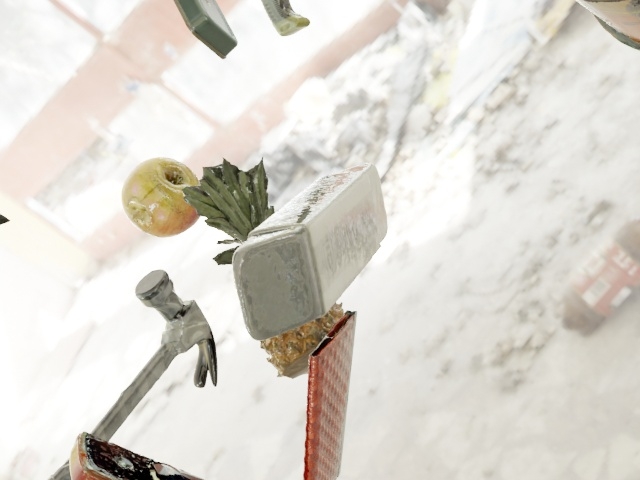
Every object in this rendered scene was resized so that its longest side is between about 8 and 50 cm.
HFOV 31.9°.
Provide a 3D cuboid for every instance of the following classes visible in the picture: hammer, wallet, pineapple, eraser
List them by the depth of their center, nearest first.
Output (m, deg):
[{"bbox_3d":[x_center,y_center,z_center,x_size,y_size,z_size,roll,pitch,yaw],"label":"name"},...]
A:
[{"bbox_3d":[0.000,0.000,1.058,0.061,0.089,0.352,-6,14,16],"label":"eraser"},{"bbox_3d":[0.007,0.176,1.112,0.103,0.020,0.196,-49,-32,-60],"label":"wallet"},{"bbox_3d":[-0.259,0.225,1.201,0.044,0.152,0.427,3,44,46],"label":"hammer"},{"bbox_3d":[-0.066,0.032,1.364,0.130,0.119,0.277,-47,60,41],"label":"pineapple"},{"bbox_3d":[-0.089,-0.452,1.889,0.041,0.226,0.159,-18,-5,-44],"label":"hammer"}]

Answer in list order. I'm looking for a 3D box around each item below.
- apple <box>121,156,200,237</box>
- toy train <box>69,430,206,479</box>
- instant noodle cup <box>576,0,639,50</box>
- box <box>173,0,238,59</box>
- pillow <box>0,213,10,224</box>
[{"bbox_3d":[-0.273,-0.071,1.942,0.146,0.146,0.146,-44,21,22],"label":"apple"},{"bbox_3d":[-0.070,0.305,1.080,0.089,0.409,0.086,-57,24,9],"label":"toy train"},{"bbox_3d":[0.308,-0.297,1.046,0.230,0.182,0.230,1,92,38],"label":"instant noodle cup"},{"bbox_3d":[-0.154,-0.296,1.432,0.031,0.091,0.126,-35,59,13],"label":"box"},{"bbox_3d":[-0.522,-0.026,1.569,0.090,0.048,0.150,23,37,35],"label":"pillow"}]
